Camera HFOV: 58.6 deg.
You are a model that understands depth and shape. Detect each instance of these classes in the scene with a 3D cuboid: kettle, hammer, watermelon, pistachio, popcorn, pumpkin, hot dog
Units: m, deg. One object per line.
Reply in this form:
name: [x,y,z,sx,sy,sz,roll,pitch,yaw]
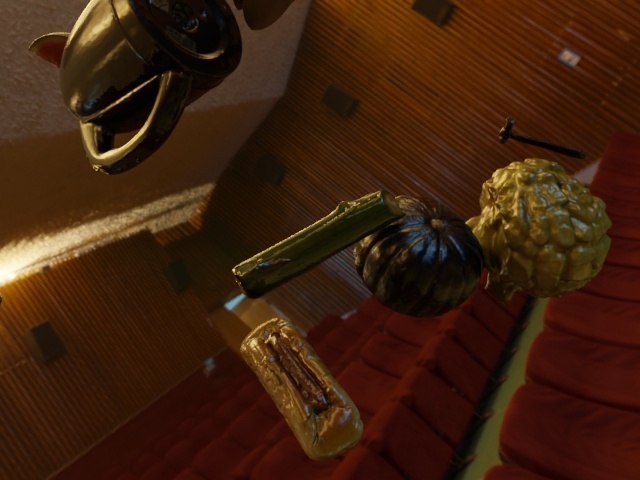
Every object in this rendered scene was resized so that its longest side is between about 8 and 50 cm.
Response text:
kettle: [-0.320,-0.271,0.982,0.324,0.320,0.228,-23,-23,37]
hammer: [0.459,-0.202,1.180,0.021,0.178,0.065,-54,-24,-32]
watermelon: [-0.646,-0.476,1.436,0.125,0.135,0.094,-6,-85,-50]
pistachio: [-0.070,-0.432,0.898,0.136,0.136,0.226,-39,-3,-43]
popcorn: [0.377,-0.018,1.012,0.258,0.224,0.270,-24,47,68]
pumpkin: [0.162,0.024,0.949,0.220,0.220,0.161,-39,-19,-43]
hot dog: [-0.034,0.178,0.752,0.084,0.242,0.073,-25,-49,-18]

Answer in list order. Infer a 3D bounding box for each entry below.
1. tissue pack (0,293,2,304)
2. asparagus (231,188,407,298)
tissue pack: [-0.555,0.180,0.724,0.146,0.198,0.263,173,111,-74]
asparagus: [0.001,0.001,0.839,0.278,0.067,0.060,-31,21,-7]
